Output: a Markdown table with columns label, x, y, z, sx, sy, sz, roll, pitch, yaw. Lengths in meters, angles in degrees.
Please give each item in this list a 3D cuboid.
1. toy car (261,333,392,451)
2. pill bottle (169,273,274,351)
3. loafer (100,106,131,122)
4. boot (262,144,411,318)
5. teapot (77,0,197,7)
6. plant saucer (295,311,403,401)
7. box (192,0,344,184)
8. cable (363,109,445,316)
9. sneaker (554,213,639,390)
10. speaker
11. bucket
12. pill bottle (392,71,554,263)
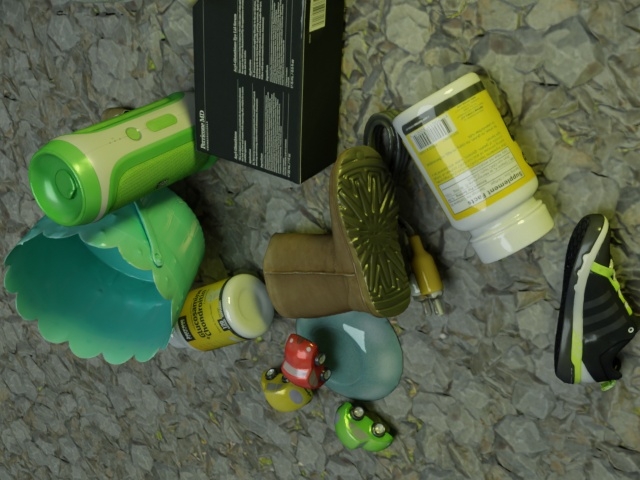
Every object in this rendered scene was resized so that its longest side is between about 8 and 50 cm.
| label | x | y | z | sx | sy | sz | roll | pitch | yaw |
| --- | --- | --- | --- | --- | --- | --- | --- | --- | --- |
| toy car | 0.009 | 0.256 | 1.470 | 0.225 | 0.053 | 0.239 | 38 | 152 | 2 |
| pill bottle | -0.169 | 0.121 | 1.537 | 0.184 | 0.103 | 0.103 | -20 | 99 | 41 |
| loafer | -0.306 | -0.145 | 1.538 | 0.050 | 0.056 | 0.148 | -12 | 105 | 47 |
| boot | 0.000 | 0.000 | 1.324 | 0.270 | 0.089 | 0.236 | -3 | 97 | 59 |
| teapot | -0.259 | -0.397 | 1.236 | 0.253 | 0.255 | 0.187 | -12 | 147 | 38 |
| plant saucer | 0.032 | 0.166 | 1.453 | 0.195 | 0.037 | 0.194 | 18 | 122 | 30 |
| box | -0.072 | -0.230 | 1.288 | 0.184 | 0.103 | 0.261 | 19 | 123 | 26 |
| cable | 0.098 | -0.033 | 1.310 | 0.139 | 0.072 | 0.287 | 2 | 102 | 55 |
| sneaker | 0.342 | 0.075 | 1.163 | 0.097 | 0.084 | 0.234 | 5 | 118 | 9 |
| speaker | -0.260 | -0.121 | 1.353 | 0.131 | 0.296 | 0.131 | 17 | 121 | 30 |
| bucket | -0.321 | 0.035 | 1.474 | 0.281 | 0.183 | 0.281 | 10 | 133 | 11 |
| pill bottle | 0.186 | -0.085 | 1.155 | 0.119 | 0.119 | 0.208 | -28 | 94 | 42 |
